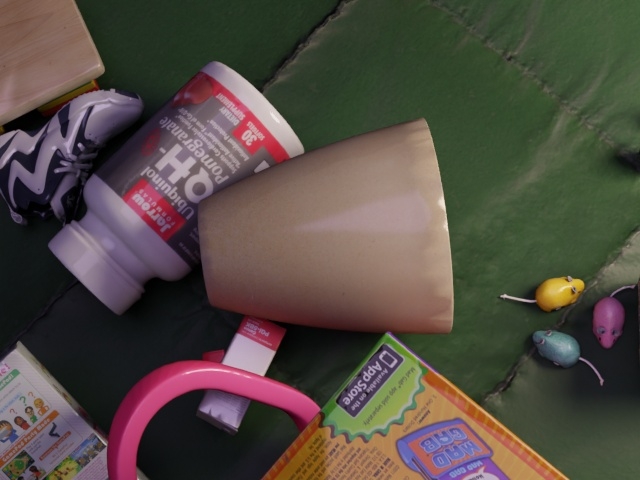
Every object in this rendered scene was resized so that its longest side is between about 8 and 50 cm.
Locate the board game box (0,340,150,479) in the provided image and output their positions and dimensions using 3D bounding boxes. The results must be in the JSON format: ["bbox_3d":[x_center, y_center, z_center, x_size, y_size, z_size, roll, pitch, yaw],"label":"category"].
[{"bbox_3d":[-0.334,0.304,1.326,0.224,0.097,0.303,-42,99,-7],"label":"board game box"}]

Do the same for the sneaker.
[{"bbox_3d":[-0.330,-0.097,1.528,0.235,0.094,0.153,-21,71,2],"label":"sneaker"}]

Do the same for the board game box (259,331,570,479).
[{"bbox_3d":[0.105,0.373,1.155,0.356,0.356,0.356,39,81,19],"label":"board game box"}]

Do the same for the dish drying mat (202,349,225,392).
[{"bbox_3d":[-0.133,0.182,1.445,0.032,0.008,0.083,-9,71,6],"label":"dish drying mat"}]

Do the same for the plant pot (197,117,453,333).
[{"bbox_3d":[0.000,0.000,1.335,0.274,0.256,0.257,-7,70,0],"label":"plant pot"}]

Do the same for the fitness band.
[{"bbox_3d":[-0.109,0.251,1.291,0.054,0.290,0.209,14,83,56],"label":"fitness band"}]

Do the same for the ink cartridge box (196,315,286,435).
[{"bbox_3d":[-0.099,0.164,1.389,0.056,0.099,0.135,27,74,-1],"label":"ink cartridge box"}]

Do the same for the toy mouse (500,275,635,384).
[{"bbox_3d":[0.318,0.107,1.382,0.161,0.031,0.143,-17,70,4],"label":"toy mouse"}]

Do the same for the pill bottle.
[{"bbox_3d":[-0.188,-0.061,1.447,0.176,0.176,0.318,42,83,19],"label":"pill bottle"}]

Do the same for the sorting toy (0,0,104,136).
[{"bbox_3d":[-0.454,-0.271,1.608,0.257,0.089,0.255,-27,69,0],"label":"sorting toy"}]

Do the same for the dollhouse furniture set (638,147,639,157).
[{"bbox_3d":[0.474,-0.143,1.425,0.151,0.058,0.076,-28,70,0],"label":"dollhouse furniture set"}]

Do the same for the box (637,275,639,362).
[{"bbox_3d":[0.530,0.099,1.301,0.311,0.121,0.148,-1,71,9],"label":"box"}]
